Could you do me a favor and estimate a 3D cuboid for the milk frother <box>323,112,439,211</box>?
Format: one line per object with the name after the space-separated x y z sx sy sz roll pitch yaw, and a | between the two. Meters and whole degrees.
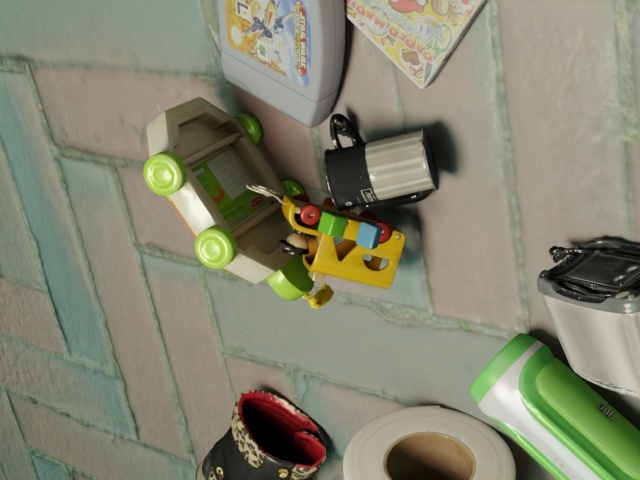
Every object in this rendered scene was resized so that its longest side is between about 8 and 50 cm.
0.080 -0.117 1.571 0.135 0.129 0.143 -12 79 13 | milk frother

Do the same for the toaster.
0.353 0.090 1.400 0.227 0.129 0.146 13 129 59 | toaster

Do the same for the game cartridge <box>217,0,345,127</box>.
-0.054 -0.298 1.577 0.198 0.062 0.297 36 143 33 | game cartridge

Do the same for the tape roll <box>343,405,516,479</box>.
0.154 0.382 1.728 0.246 0.246 0.169 24 133 32 | tape roll

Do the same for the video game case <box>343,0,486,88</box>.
0.094 -0.327 1.453 0.227 0.026 0.206 46 140 10 | video game case

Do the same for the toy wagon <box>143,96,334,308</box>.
-0.108 -0.039 1.670 0.068 0.267 0.344 -32 93 28 | toy wagon

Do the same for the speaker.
0.336 0.257 1.548 0.296 0.131 0.131 42 139 14 | speaker

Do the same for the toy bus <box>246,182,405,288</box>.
0.012 0.004 1.629 0.202 0.191 0.104 21 99 33 | toy bus

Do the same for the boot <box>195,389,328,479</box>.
-0.052 0.450 2.078 0.377 0.138 0.284 45 140 20 | boot
